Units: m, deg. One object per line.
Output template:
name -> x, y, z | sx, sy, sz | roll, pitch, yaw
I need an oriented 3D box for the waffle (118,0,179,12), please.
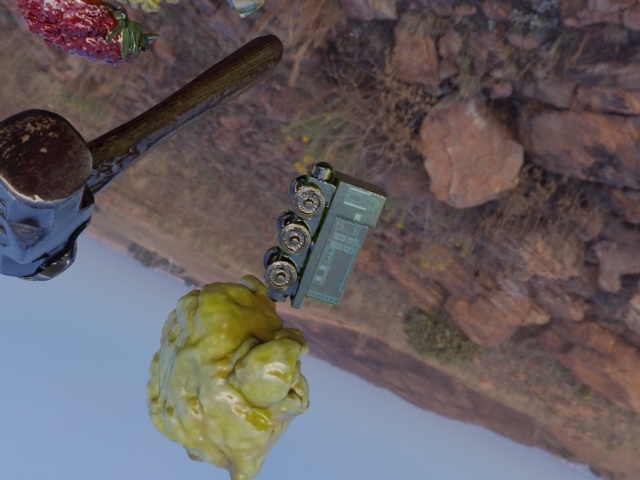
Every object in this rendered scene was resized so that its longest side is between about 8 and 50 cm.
waffle -> -0.342, -0.592, 1.300 | 0.253, 0.249, 0.056 | -13, -175, 23

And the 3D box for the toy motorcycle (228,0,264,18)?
toy motorcycle -> -0.173, -0.439, 1.051 | 0.229, 0.130, 0.094 | 13, -179, 5

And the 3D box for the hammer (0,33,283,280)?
hammer -> -0.198, -0.127, 0.735 | 0.095, 0.409, 0.242 | 46, 149, -1

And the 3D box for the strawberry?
strawberry -> -0.315, -0.283, 0.841 | 0.140, 0.085, 0.192 | 33, -166, 39

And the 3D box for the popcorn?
popcorn -> -0.172, 0.231, 1.170 | 0.334, 0.293, 0.292 | 39, 146, 34

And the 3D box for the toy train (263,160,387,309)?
toy train -> 0.000, 0.000, 0.965 | 0.137, 0.226, 0.090 | 18, -163, -11
